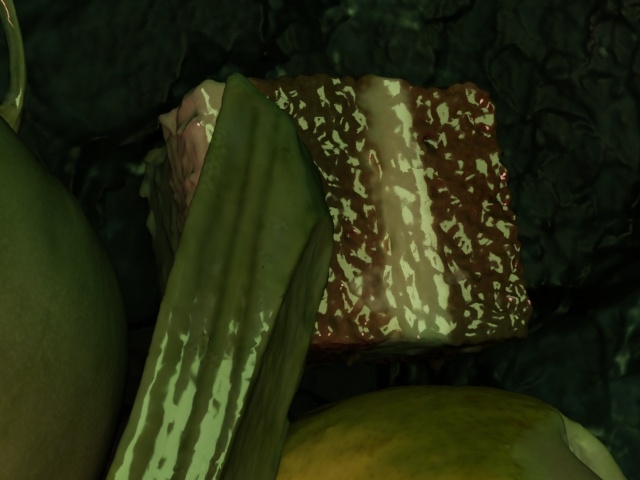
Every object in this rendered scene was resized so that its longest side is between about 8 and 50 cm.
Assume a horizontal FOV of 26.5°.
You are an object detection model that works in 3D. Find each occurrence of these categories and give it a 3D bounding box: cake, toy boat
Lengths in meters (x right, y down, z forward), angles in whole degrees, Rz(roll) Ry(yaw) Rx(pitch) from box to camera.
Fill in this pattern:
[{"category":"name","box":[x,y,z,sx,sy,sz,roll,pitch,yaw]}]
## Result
[{"category":"cake","box":[0.000,0.000,0.628,0.147,0.135,0.134,-8,81,-20]},{"category":"toy boat","box":[-0.051,0.085,0.485,0.055,0.093,0.293,14,73,15]}]

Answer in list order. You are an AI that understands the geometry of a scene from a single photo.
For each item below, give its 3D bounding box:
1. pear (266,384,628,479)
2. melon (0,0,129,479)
[{"category":"pear","box":[0.065,0.190,0.552,0.271,0.271,0.271,3,78,-15]},{"category":"melon","box":[-0.212,0.057,0.499,0.308,0.272,0.271,-27,87,-16]}]
